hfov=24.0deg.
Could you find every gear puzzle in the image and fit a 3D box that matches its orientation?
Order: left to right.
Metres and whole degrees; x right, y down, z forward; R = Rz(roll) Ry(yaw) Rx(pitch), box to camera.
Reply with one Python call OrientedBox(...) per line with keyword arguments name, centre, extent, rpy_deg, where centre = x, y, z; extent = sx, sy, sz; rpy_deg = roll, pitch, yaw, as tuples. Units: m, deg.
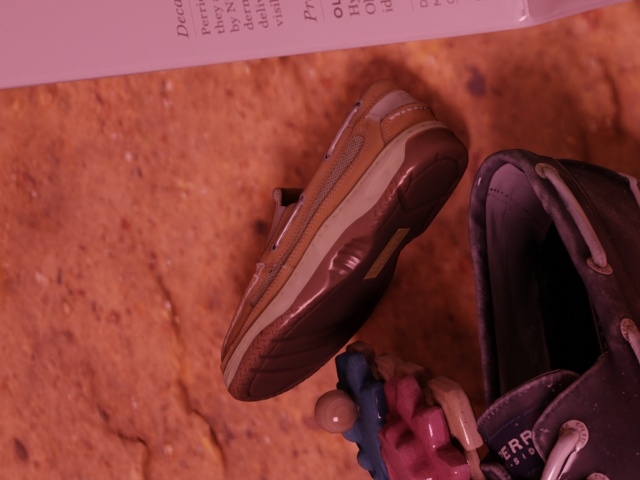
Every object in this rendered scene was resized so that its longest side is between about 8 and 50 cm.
OrientedBox(name="gear puzzle", centre=(0.073, 0.216, 0.725), extent=(0.175, 0.044, 0.339), rpy_deg=(-166, 56, -74))

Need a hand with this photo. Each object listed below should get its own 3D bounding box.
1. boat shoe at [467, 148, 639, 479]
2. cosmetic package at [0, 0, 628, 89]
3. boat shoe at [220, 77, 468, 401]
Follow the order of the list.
OrientedBox(name="boat shoe", centre=(0.109, 0.087, 0.589), extent=(0.108, 0.102, 0.301), rpy_deg=(-43, 38, 43))
OrientedBox(name="cosmetic package", centre=(-0.036, -0.159, 0.668), extent=(0.365, 0.197, 0.155), rpy_deg=(-2, 102, 38))
OrientedBox(name="boat shoe", centre=(0.000, 0.000, 0.777), extent=(0.190, 0.068, 0.072), rpy_deg=(-52, 60, 23))
